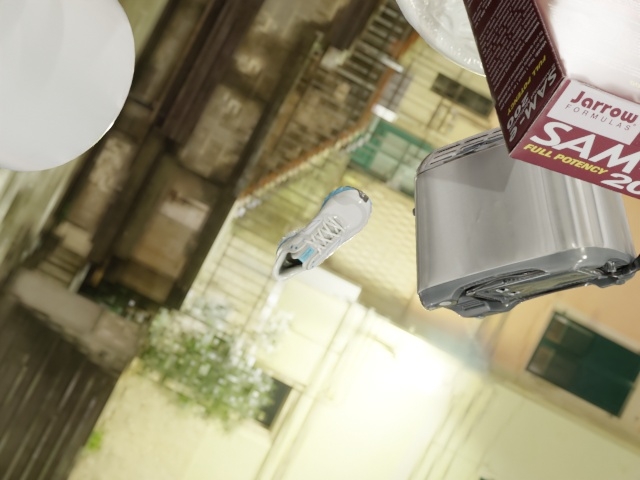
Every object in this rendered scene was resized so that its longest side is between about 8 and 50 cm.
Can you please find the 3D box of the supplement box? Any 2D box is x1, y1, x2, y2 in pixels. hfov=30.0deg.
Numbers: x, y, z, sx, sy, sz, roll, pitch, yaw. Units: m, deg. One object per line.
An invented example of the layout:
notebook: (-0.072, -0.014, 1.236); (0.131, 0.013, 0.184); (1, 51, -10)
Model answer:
supplement box: (0.179, -0.140, 0.834); (0.239, 0.130, 0.073); (-96, -151, -47)

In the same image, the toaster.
toaster: (0.185, -0.022, 1.079); (0.227, 0.129, 0.146); (-18, -108, 35)

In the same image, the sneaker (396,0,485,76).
sneaker: (0.136, -0.320, 1.371); (0.130, 0.323, 0.236); (-48, 176, 18)

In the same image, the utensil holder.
utensil holder: (-0.457, -0.278, 1.514); (0.327, 0.327, 0.385); (-63, 160, -3)

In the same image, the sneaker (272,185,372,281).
sneaker: (0.000, 0.000, 1.681); (0.191, 0.071, 0.083); (-43, -170, 33)
